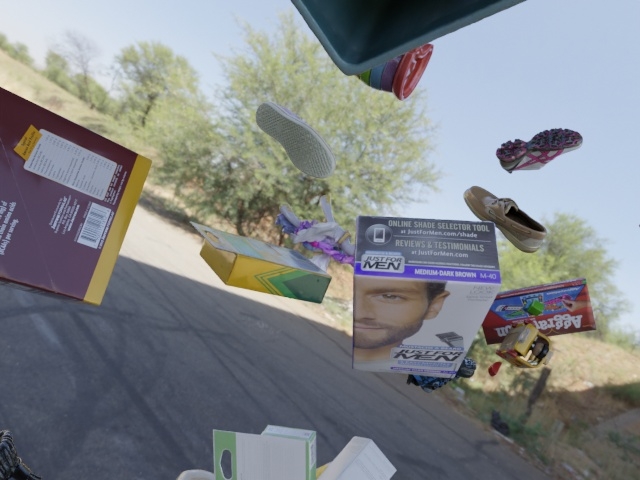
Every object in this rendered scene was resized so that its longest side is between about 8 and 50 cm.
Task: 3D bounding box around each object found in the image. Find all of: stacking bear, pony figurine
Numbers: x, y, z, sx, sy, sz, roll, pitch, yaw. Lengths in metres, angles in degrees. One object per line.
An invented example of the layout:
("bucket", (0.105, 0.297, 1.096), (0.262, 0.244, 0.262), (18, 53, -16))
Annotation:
("stacking bear", (0.147, -0.536, 1.372), (0.289, 0.164, 0.175), (32, 36, 16))
("pony figurine", (0.000, 0.000, 1.653), (0.351, 0.302, 0.363), (-14, 45, -31))

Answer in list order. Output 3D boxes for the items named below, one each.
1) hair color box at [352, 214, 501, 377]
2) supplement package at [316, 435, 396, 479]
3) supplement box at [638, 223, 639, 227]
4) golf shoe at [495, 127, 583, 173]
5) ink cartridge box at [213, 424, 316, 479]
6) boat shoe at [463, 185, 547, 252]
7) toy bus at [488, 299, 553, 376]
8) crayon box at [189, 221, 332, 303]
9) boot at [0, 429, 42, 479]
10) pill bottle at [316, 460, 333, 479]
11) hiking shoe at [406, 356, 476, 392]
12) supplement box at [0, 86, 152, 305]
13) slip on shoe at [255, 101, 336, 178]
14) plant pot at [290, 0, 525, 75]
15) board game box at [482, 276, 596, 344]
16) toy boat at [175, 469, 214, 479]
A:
("hair color box", (0.143, 0.105, 0.743), (0.186, 0.110, 0.338), (3, -36, 6))
("supplement package", (0.079, 0.593, 1.177), (0.105, 0.179, 0.105), (51, -27, 0))
("supplement box", (0.863, -0.052, 1.188), (0.036, 0.098, 0.062), (33, 13, -36))
("golf shoe", (0.518, -0.208, 1.119), (0.186, 0.067, 0.086), (-8, -39, 38))
("ink cartridge box", (-0.129, 0.519, 1.104), (0.235, 0.170, 0.056), (1, 6, 16))
("boat shoe", (0.663, -0.104, 1.708), (0.341, 0.122, 0.110), (47, -32, 31))
("toy bus", (0.521, 0.267, 1.188), (0.105, 0.190, 0.202), (32, 36, 12))
("crayon box", (-0.159, 0.057, 1.179), (0.323, 0.083, 0.203), (18, 9, -35))
("boot", (-0.721, 0.611, 1.161), (0.348, 0.259, 0.131), (-8, 12, 27))
("pill bottle", (0.009, 0.789, 1.495), (0.136, 0.246, 0.136), (37, 30, -26))
("hiking shoe", (0.353, 0.389, 1.397), (0.113, 0.131, 0.304), (21, -13, -9))
("supplement box", (-0.340, -0.041, 0.553), (0.194, 0.191, 0.129), (26, -21, -37))
("slip on shoe", (-0.061, -0.302, 1.404), (0.101, 0.123, 0.331), (-8, 45, -49))
("plant pot", (0.093, -0.385, 0.507), (0.248, 0.252, 0.247), (-9, -44, 42))
("board game box", (0.583, 0.197, 1.299), (0.282, 0.144, 0.027), (-14, 11, 20))
("toy boat", (-0.404, 0.836, 1.400), (0.319, 0.148, 0.267), (-15, 43, -38))
